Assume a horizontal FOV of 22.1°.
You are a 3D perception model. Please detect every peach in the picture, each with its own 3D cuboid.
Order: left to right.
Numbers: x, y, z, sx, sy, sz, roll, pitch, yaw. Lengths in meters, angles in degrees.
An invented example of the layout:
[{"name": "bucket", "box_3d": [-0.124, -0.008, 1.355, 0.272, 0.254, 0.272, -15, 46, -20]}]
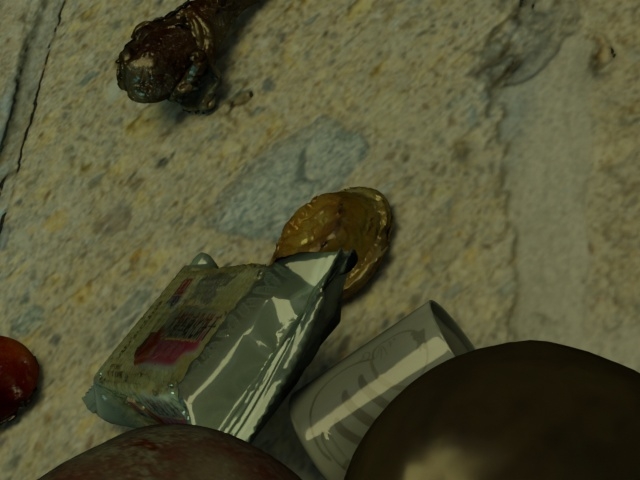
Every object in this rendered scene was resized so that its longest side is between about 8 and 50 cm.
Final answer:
[{"name": "peach", "box_3d": [-0.310, 0.128, 1.515, 0.098, 0.061, 0.098, -25, 35, 19]}]

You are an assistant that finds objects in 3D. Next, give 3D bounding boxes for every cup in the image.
[{"name": "cup", "box_3d": [0.060, 0.128, 1.165, 0.133, 0.099, 0.136, -34, 39, 11]}]

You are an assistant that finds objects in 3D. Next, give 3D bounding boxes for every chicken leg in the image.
[{"name": "chicken leg", "box_3d": [-0.128, -0.207, 1.660, 0.125, 0.080, 0.196, 6, 52, 32]}]

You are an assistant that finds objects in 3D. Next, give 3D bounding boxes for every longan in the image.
[{"name": "longan", "box_3d": [0.126, 0.203, 0.907, 0.243, 0.300, 0.300, -42, 33, 37]}]

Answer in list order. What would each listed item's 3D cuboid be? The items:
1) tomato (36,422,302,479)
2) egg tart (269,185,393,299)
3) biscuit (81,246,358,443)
[{"name": "tomato", "box_3d": [-0.114, 0.267, 1.018, 0.282, 0.316, 0.316, 36, 79, 11]}, {"name": "egg tart", "box_3d": [0.000, 0.000, 1.374, 0.129, 0.049, 0.129, -25, 41, 23]}, {"name": "biscuit", "box_3d": [-0.082, 0.083, 1.292, 0.186, 0.079, 0.309, -55, 17, -14]}]
